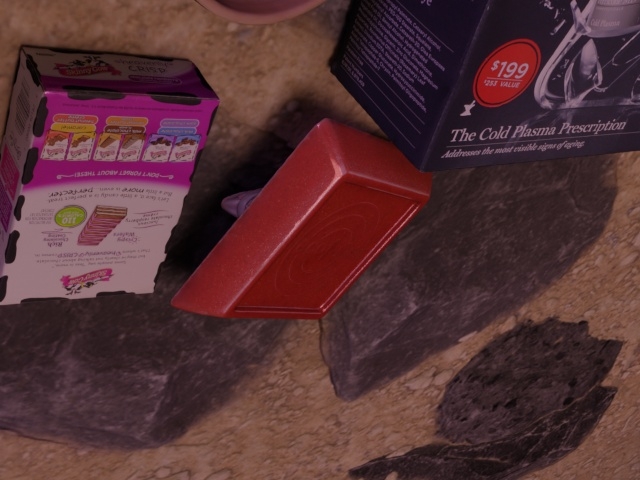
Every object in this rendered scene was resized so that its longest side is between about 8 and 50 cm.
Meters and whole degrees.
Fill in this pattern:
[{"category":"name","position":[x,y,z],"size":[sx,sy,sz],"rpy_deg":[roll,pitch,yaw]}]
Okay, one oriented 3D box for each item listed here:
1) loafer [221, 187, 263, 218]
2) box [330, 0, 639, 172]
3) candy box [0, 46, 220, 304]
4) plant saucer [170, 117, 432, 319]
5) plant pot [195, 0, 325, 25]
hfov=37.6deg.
[{"category":"loafer","position":[-0.052,-0.042,1.002],"size":[0.125,0.039,0.045],"rpy_deg":[-8,110,-52]},{"category":"box","position":[0.229,-0.248,0.872],"size":[0.343,0.179,0.312],"rpy_deg":[-8,134,-30]},{"category":"candy box","position":[-0.204,-0.052,0.847],"size":[0.159,0.071,0.233],"rpy_deg":[-2,131,-35]},{"category":"plant saucer","position":[0.000,0.000,1.027],"size":[0.259,0.047,0.258],"rpy_deg":[-50,154,17]},{"category":"plant pot","position":[-0.043,-0.285,0.667],"size":[0.237,0.110,0.237],"rpy_deg":[-33,148,-24]}]
